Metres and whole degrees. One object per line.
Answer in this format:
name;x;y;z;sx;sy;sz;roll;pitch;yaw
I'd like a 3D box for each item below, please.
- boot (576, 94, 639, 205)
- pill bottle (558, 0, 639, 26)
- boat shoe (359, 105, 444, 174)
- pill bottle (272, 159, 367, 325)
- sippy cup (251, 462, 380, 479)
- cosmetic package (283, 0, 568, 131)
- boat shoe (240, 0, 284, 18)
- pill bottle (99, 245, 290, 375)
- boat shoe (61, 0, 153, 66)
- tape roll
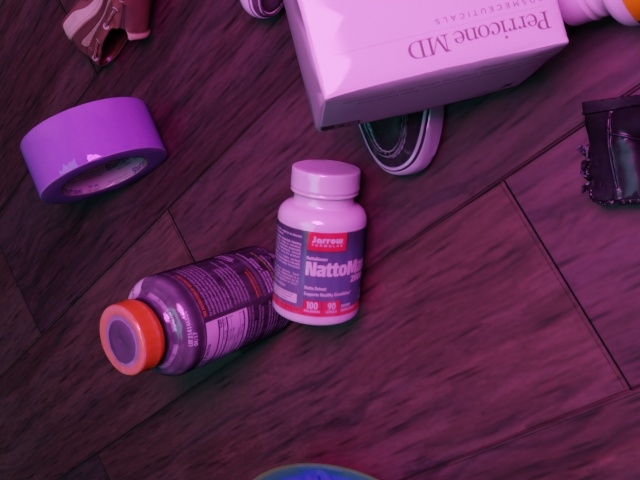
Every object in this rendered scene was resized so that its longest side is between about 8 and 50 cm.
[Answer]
boot;0.291;-0.083;0.699;0.121;0.045;0.099;-1;99;47
pill bottle;0.291;-0.243;0.608;0.215;0.117;0.117;-11;94;42
boat shoe;0.054;-0.218;0.821;0.113;0.105;0.306;4;104;39
pill bottle;0.000;0.000;0.923;0.108;0.108;0.180;18;113;36
sippy cup;-0.003;0.430;0.940;0.240;0.305;0.224;16;106;21
cosmetic package;0.053;-0.311;0.689;0.217;0.156;0.385;-16;86;-3
boat shoe;-0.020;-0.347;0.870;0.076;0.080;0.228;46;119;31
pill bottle;-0.156;0.093;0.987;0.130;0.246;0.130;11;108;38
boat shoe;-0.263;-0.329;1.080;0.257;0.095;0.095;-25;99;47
tape roll;-0.323;-0.126;1.107;0.189;0.189;0.080;-27;83;41
